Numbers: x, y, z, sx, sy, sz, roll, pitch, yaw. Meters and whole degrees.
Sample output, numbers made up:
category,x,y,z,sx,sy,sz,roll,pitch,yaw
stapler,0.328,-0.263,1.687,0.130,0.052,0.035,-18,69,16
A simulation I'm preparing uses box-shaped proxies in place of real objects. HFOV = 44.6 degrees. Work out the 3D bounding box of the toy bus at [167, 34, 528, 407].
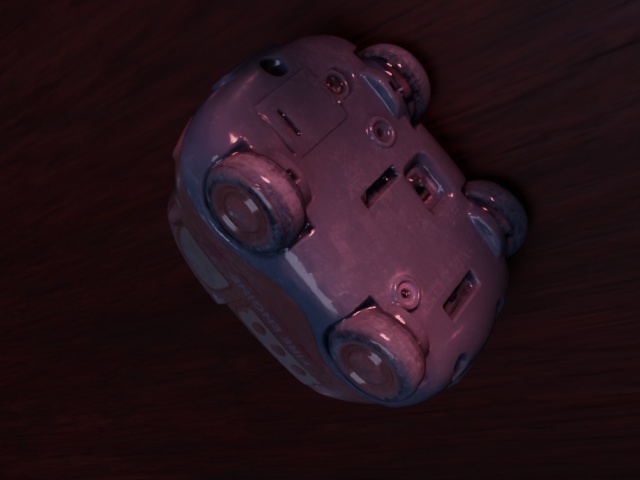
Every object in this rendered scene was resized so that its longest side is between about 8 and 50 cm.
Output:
category,x,y,z,sx,sy,sz,roll,pitch,yaw
toy bus,0.000,0.000,0.636,0.294,0.197,0.232,50,144,-10
